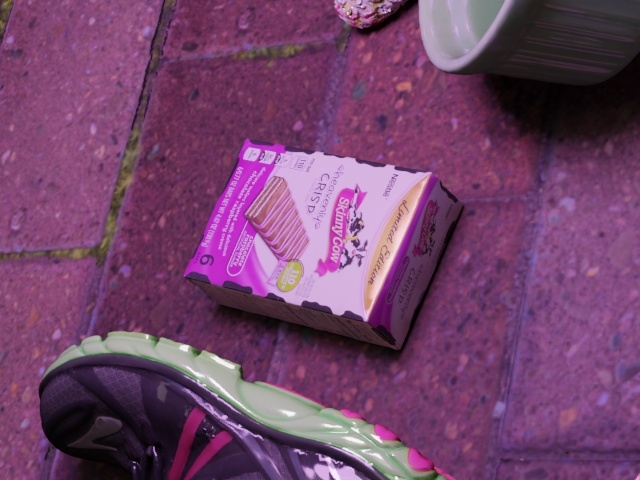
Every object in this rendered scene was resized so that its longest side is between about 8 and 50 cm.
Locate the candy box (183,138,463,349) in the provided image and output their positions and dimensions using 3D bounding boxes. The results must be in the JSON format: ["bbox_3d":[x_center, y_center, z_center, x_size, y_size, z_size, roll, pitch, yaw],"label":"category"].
[{"bbox_3d":[0.000,0.000,1.841,0.233,0.071,0.159,12,71,37],"label":"candy box"}]

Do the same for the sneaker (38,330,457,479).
[{"bbox_3d":[-0.096,0.218,1.709,0.483,0.185,0.202,16,70,40],"label":"sneaker"}]

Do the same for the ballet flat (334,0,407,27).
[{"bbox_3d":[0.099,-0.318,1.938,0.241,0.091,0.077,-52,7,-1],"label":"ballet flat"}]

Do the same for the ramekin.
[{"bbox_3d":[0.211,-0.283,1.725,0.303,0.148,0.303,-169,90,-74],"label":"ramekin"}]

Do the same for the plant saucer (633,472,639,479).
[{"bbox_3d":[0.352,0.246,1.480,0.258,0.048,0.259,-51,48,-1],"label":"plant saucer"}]
